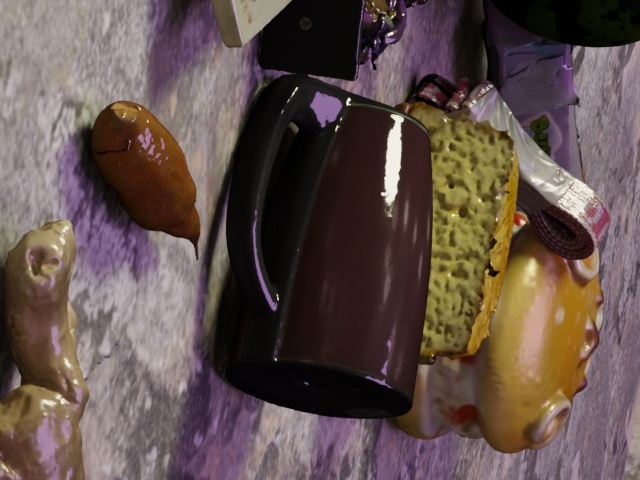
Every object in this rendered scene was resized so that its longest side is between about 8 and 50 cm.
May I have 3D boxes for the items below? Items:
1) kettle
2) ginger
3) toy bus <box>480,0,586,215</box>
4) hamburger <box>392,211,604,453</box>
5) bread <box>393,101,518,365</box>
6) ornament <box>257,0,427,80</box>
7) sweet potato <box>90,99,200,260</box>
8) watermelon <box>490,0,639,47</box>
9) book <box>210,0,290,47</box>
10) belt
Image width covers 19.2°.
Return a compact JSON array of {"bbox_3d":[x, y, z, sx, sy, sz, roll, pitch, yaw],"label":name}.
[{"bbox_3d":[0.000,0.000,1.444,0.202,0.144,0.232,26,65,-39],"label":"kettle"},{"bbox_3d":[-0.176,0.118,1.065,0.149,0.065,0.258,-18,119,-67],"label":"ginger"},{"bbox_3d":[0.227,-0.129,2.000,0.138,0.112,0.317,-87,170,-48],"label":"toy bus"},{"bbox_3d":[0.192,0.093,1.938,0.302,0.186,0.261,49,54,-70],"label":"hamburger"},{"bbox_3d":[0.109,0.004,1.706,0.139,0.143,0.229,37,67,-69],"label":"bread"},{"bbox_3d":[0.022,-0.179,1.465,0.203,0.081,0.088,-38,136,-66],"label":"ornament"},{"bbox_3d":[-0.104,-0.032,1.211,0.195,0.056,0.056,69,36,-64],"label":"sweet potato"},{"bbox_3d":[0.268,-0.325,1.782,0.285,0.285,0.285,10,90,-71],"label":"watermelon"},{"bbox_3d":[-0.034,-0.248,1.295,0.232,0.022,0.162,-53,132,-55],"label":"book"},{"bbox_3d":[0.183,-0.075,1.790,0.071,0.232,0.053,-37,-165,51],"label":"belt"}]
